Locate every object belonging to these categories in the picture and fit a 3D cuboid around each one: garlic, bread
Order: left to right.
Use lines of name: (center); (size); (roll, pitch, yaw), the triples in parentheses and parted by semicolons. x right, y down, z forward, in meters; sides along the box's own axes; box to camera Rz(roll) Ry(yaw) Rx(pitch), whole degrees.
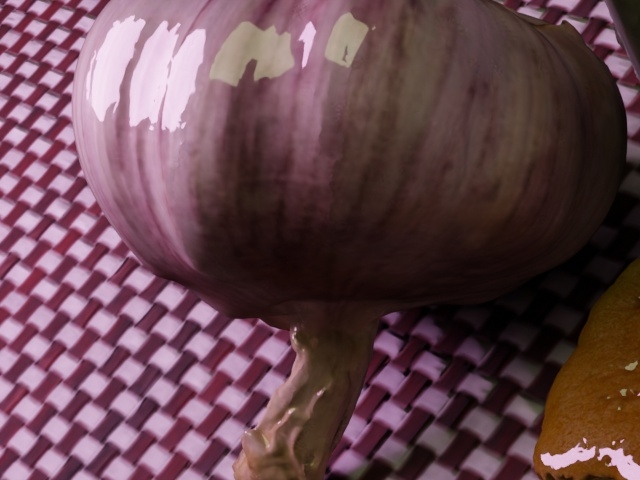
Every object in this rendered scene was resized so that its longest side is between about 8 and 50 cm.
garlic: (0.000, 0.000, 0.821); (0.245, 0.245, 0.253); (14, 94, 45)
bread: (0.160, 0.065, 0.715); (0.140, 0.069, 0.128); (2, 54, 40)

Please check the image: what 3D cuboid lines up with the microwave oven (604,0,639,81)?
microwave oven: (0.269, -0.195, 0.648); (0.394, 0.333, 0.247); (-24, 19, 11)
